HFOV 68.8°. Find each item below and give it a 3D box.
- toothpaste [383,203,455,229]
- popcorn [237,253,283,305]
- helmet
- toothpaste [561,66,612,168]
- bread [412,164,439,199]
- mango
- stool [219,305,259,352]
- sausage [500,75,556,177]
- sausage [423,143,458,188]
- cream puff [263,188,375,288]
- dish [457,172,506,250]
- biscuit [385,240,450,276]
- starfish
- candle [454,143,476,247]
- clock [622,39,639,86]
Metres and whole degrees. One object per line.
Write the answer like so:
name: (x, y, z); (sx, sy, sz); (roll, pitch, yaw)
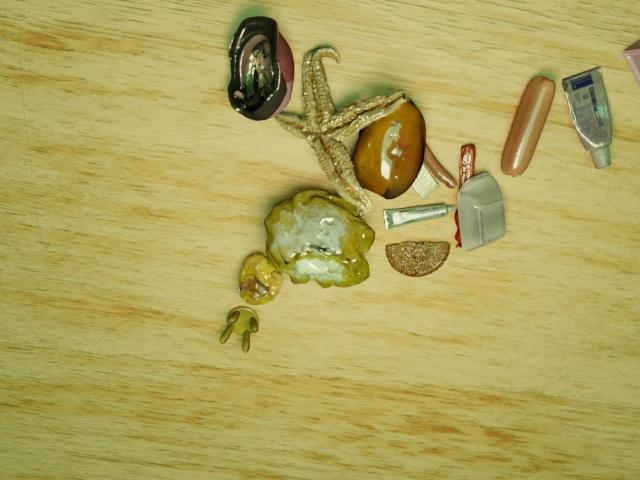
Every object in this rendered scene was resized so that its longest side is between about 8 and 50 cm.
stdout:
toothpaste: (0.306, -0.081, 1.450); (0.218, 0.041, 0.064); (-9, 97, 6)
popcorn: (-0.189, 0.126, 1.476); (0.149, 0.152, 0.167); (8, 100, 18)
helmet: (-0.146, -0.448, 1.265); (0.198, 0.154, 0.253); (24, 100, 35)
toothpaste: (0.782, -0.345, 1.348); (0.099, 0.068, 0.282); (-24, 99, -23)
bread: (0.290, -0.199, 1.413); (0.068, 0.028, 0.153); (-39, 104, 13)
mango: (0.200, -0.263, 1.319); (0.202, 0.152, 0.287); (7, 103, -14)
stool: (-0.263, 0.290, 1.543); (0.135, 0.110, 0.134); (-19, 107, 6)
sausage: (0.591, -0.322, 1.338); (0.086, 0.086, 0.288); (13, 109, -4)
sausage: (0.345, -0.223, 1.394); (0.176, 0.040, 0.047); (48, 143, -13)
cream puff: (-0.007, -0.006, 1.395); (0.324, 0.270, 0.274); (6, 75, -3)
dish: (0.494, -0.084, 1.402); (0.154, 0.064, 0.234); (-20, 111, -17)
biscuit: (0.313, 0.061, 1.504); (0.206, 0.025, 0.125); (-3, 109, 2)
starfish: (0.064, -0.317, 1.269); (0.432, 0.082, 0.324); (47, 110, 23)
candle: (0.440, -0.128, 1.428); (0.051, 0.048, 0.329); (-8, 109, -14)
clock: (0.911, -0.461, 1.229); (0.063, 0.197, 0.150); (-36, 105, 10)
